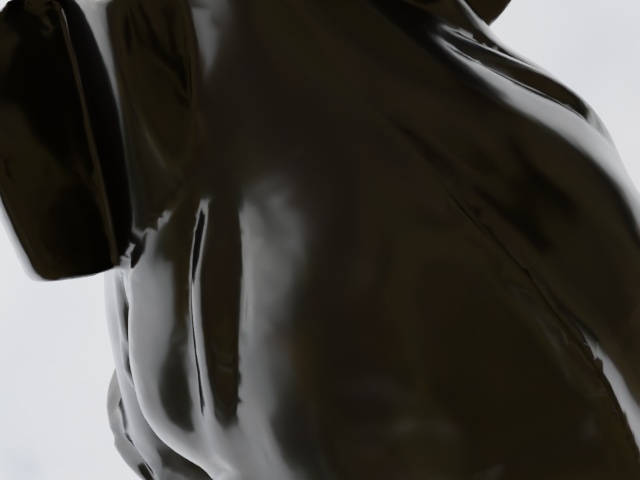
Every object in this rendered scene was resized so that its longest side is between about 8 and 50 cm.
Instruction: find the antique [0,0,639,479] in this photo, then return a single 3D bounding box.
[{"bbox_3d":[0.000,0.000,0.522,0.185,0.322,0.255,-36,-23,-15],"label":"antique"}]
